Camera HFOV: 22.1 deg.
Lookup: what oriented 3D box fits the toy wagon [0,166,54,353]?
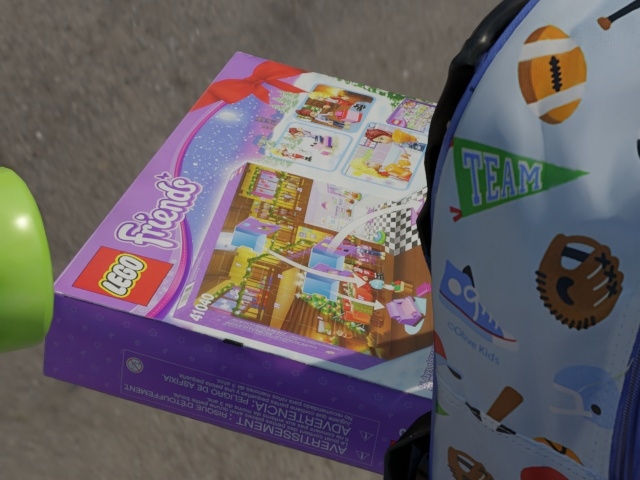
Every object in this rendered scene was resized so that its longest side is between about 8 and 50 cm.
[{"bbox_3d":[-0.212,0.010,0.446,0.267,0.068,0.344,-11,45,-25],"label":"toy wagon"}]

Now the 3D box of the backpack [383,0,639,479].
[{"bbox_3d":[0.150,0.003,0.584,0.213,0.263,0.276,24,58,34],"label":"backpack"}]

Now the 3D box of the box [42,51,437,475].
[{"bbox_3d":[0.000,0.000,0.891,0.201,0.057,0.293,16,33,9],"label":"box"}]
